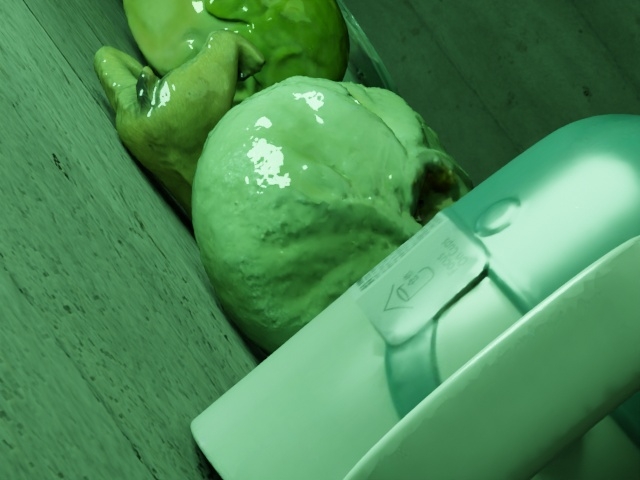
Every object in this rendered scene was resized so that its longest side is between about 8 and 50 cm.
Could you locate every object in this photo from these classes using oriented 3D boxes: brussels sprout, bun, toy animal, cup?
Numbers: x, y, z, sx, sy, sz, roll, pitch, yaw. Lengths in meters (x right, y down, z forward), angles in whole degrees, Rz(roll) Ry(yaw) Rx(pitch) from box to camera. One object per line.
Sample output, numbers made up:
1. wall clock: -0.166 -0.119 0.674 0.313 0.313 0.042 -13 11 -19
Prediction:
1. brussels sprout: -0.066 -0.192 1.670 0.223 0.161 0.223 -17 90 -71
2. bun: 0.020 -0.013 1.151 0.195 0.118 0.195 20 61 -41
3. toy animal: -0.056 -0.034 1.224 0.219 0.103 0.101 55 23 -19
4. cup: 0.094 0.080 0.785 0.219 0.257 0.289 50 3 17

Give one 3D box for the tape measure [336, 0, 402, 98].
1. tape measure: -0.026 -0.172 1.976 0.259 0.138 0.262 57 -2 -28
